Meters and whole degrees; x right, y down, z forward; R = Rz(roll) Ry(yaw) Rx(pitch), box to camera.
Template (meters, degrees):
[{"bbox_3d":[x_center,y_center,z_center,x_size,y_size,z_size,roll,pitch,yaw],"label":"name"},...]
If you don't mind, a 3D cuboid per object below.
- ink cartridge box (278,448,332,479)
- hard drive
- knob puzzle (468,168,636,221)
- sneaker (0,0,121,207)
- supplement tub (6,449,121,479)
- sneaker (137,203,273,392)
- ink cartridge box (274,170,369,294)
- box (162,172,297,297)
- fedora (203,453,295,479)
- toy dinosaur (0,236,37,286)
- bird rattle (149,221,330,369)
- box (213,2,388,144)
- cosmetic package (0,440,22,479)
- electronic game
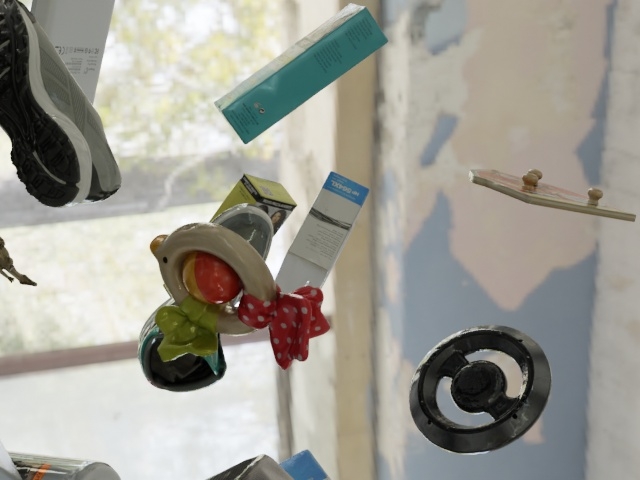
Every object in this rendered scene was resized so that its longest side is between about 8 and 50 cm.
[{"bbox_3d":[0.030,0.591,2.218,0.395,0.166,0.286,44,-24,52],"label":"ink cartridge box"},{"bbox_3d":[-0.423,-0.397,2.256,0.233,0.047,0.353,-21,127,-71],"label":"hard drive"},{"bbox_3d":[0.269,-0.070,1.632,0.213,0.213,0.030,-138,-120,-70],"label":"knob puzzle"},{"bbox_3d":[-0.308,-0.151,1.466,0.100,0.108,0.272,-35,-109,26],"label":"sneaker"},{"bbox_3d":[-0.519,0.464,2.245,0.207,0.337,0.207,1,90,-68],"label":"supplement tub"},{"bbox_3d":[-0.161,0.098,1.826,0.295,0.123,0.178,-55,-161,18],"label":"sneaker"},{"bbox_3d":[0.000,0.000,2.385,0.203,0.085,0.148,-61,177,-35],"label":"ink cartridge box"},{"bbox_3d":[-0.140,0.008,2.009,0.232,0.087,0.058,-51,-127,20],"label":"box"},{"bbox_3d":[-0.109,0.374,1.774,0.243,0.275,0.124,-25,-85,45],"label":"fedora"},{"bbox_3d":[-0.543,0.011,2.200,0.183,0.053,0.092,61,-1,-6],"label":"toy dinosaur"},{"bbox_3d":[-0.119,0.071,1.659,0.253,0.143,0.207,0,-53,46],"label":"bird rattle"},{"bbox_3d":[-0.029,-0.233,1.826,0.060,0.244,0.100,54,-2,-17],"label":"box"},{"bbox_3d":[-0.561,0.276,1.862,0.230,0.161,0.453,58,-13,9],"label":"cosmetic package"},{"bbox_3d":[0.246,0.229,2.041,0.048,0.229,0.229,57,9,-45],"label":"electronic game"}]
